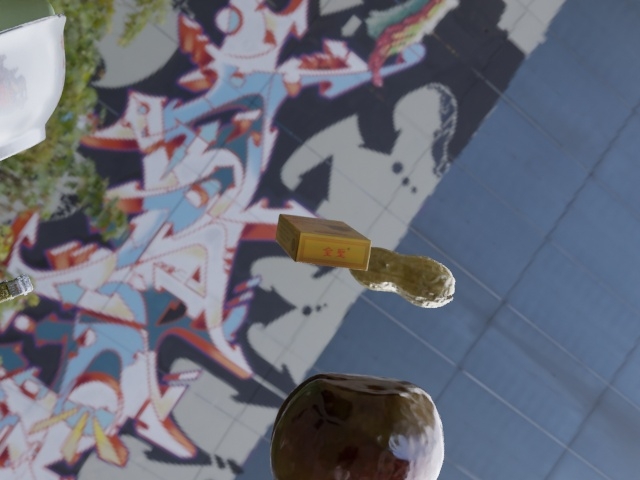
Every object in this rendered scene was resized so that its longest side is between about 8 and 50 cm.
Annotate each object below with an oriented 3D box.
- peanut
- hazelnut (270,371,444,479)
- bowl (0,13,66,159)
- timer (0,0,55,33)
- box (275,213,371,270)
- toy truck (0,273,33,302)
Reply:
[{"bbox_3d":[0.220,0.095,2.306,0.149,0.313,0.149,12,90,-77],"label":"peanut"},{"bbox_3d":[0.098,0.514,2.043,0.402,0.429,0.402,-170,-90,-71],"label":"hazelnut"},{"bbox_3d":[-0.497,-0.191,1.199,0.346,0.157,0.345,-20,-164,6],"label":"bowl"},{"bbox_3d":[-0.741,-0.384,1.741,0.291,0.315,0.290,-11,-103,60],"label":"timer"},{"bbox_3d":[0.000,0.000,1.997,0.274,0.174,0.076,-139,-124,-73],"label":"box"},{"bbox_3d":[-0.817,0.132,2.165,0.123,0.052,0.063,-19,-172,15],"label":"toy truck"}]
